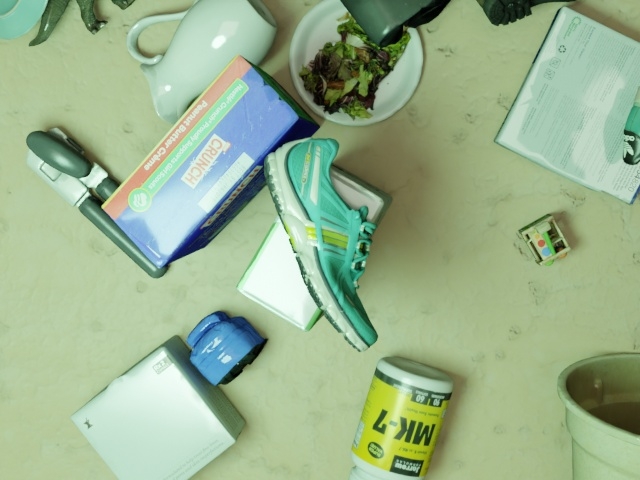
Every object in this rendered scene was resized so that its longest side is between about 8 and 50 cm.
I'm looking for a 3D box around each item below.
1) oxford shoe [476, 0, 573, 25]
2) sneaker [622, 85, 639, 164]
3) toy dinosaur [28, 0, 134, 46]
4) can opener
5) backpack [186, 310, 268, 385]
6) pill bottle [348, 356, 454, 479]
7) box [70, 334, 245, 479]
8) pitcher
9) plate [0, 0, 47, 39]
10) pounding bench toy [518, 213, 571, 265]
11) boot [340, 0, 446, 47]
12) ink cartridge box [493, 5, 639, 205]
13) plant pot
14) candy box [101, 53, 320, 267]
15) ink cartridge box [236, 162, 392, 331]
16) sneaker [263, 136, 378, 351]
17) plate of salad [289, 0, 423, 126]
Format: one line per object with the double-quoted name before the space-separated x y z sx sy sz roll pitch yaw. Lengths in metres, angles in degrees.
"oxford shoe" 0.324 -0.390 1.611 0.227 0.083 0.096 -18 50 -13
"sneaker" 0.564 -0.119 1.594 0.302 0.108 0.121 18 100 -12
"toy dinosaur" -0.332 -0.409 1.636 0.313 0.121 0.160 -35 102 29
"can opener" -0.330 -0.056 1.672 0.283 0.095 0.076 43 96 0
"backpack" -0.149 0.161 1.666 0.101 0.120 0.098 40 97 0
"pill bottle" 0.114 0.288 1.661 0.119 0.119 0.208 16 96 2
"box" -0.241 0.270 1.681 0.181 0.119 0.182 -37 91 6
"pitcher" -0.180 -0.295 1.641 0.207 0.125 0.178 -39 76 17
"plate" -0.467 -0.391 1.645 0.188 0.024 0.188 4 98 33
"pounding bench toy" 0.332 0.003 1.641 0.052 0.083 0.065 -30 91 5
"boot" -0.039 -0.443 1.533 0.367 0.146 0.445 -38 93 -30
"ink cartridge box" 0.402 -0.195 1.640 0.224 0.045 0.223 26 96 -1
"plant pot" 0.482 0.360 1.564 0.334 0.334 0.305 5 105 3
"candy box" -0.140 -0.107 1.545 0.122 0.317 0.268 44 95 -1
"ink cartridge box" 0.000 0.000 1.566 0.117 0.278 0.201 31 96 4
"sneaker" 0.020 0.004 1.377 0.110 0.107 0.275 -20 92 -3
"plate of salad" 0.052 -0.269 1.656 0.200 0.048 0.200 0 95 3
